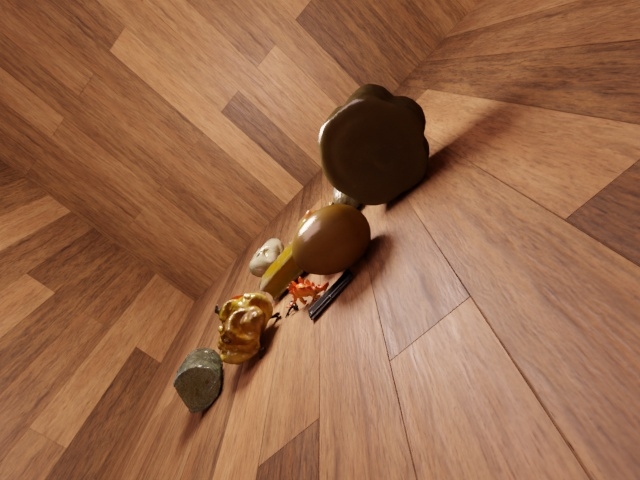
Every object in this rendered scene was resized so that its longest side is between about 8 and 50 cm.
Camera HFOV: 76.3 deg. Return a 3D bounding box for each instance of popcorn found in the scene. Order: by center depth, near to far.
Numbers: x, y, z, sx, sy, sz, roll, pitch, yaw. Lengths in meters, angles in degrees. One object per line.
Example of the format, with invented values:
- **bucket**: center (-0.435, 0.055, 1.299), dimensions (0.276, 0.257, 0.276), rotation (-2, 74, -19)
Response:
- **popcorn**: center (-0.339, 0.362, 1.783), dimensions (0.297, 0.281, 0.316), rotation (-64, 0, 10)

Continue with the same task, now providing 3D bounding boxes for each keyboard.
- **keyboard**: center (0.037, 0.203, 1.532), dimensions (0.230, 0.025, 0.093), rotation (-47, 13, 5)

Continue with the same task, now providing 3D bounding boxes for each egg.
- **egg**: center (0.040, -0.001, 1.550), dimensions (0.322, 0.250, 0.250), rotation (-30, 10, -17)

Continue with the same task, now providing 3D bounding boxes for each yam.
- **yam**: center (-0.543, 0.615, 1.873), dimensions (0.201, 0.202, 0.271), rotation (-29, 10, -11)

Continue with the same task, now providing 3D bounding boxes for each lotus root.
- **lotus root**: center (0.149, -0.250, 2.062), dimensions (0.175, 0.175, 0.349), rotation (-33, 29, 47)

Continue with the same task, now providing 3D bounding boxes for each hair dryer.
- **hair dryer**: center (-0.127, 0.305, 1.766), dimensions (0.083, 0.031, 0.079), rotation (-62, 23, 4)

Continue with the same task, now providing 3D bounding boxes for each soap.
- **soap**: center (-0.165, 0.134, 2.080), dimensions (0.281, 0.143, 0.259), rotation (-50, 12, 18)

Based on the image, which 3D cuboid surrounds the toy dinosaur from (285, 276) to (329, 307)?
- **toy dinosaur**: center (-0.077, 0.205, 1.659), dimensions (0.288, 0.117, 0.070), rotation (-27, 27, 41)

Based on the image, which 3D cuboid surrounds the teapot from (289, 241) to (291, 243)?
- **teapot**: center (-0.122, 0.030, 2.320), dimensions (0.110, 0.085, 0.080), rotation (-34, 10, -23)

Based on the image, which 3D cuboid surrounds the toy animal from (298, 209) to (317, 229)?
- **toy animal**: center (-0.001, 0.003, 1.835), dimensions (0.338, 0.216, 0.191), rotation (-89, 15, -62)

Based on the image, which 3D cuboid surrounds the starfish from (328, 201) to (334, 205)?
- **starfish**: center (0.018, -0.096, 2.181), dimensions (0.302, 0.060, 0.299), rotation (-56, -9, 29)

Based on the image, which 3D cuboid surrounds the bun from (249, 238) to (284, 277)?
- **bun**: center (-0.323, 0.118, 2.506), dimensions (0.273, 0.168, 0.273), rotation (-52, 3, 3)

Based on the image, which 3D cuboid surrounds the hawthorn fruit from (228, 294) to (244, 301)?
- **hawthorn fruit**: center (-0.376, 0.357, 2.062), dimensions (0.196, 0.196, 0.225), rotation (-40, -7, 32)

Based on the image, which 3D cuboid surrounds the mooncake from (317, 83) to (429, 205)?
- **mooncake**: center (0.224, -0.388, 1.676), dimensions (0.467, 0.467, 0.262), rotation (-37, 12, 38)
